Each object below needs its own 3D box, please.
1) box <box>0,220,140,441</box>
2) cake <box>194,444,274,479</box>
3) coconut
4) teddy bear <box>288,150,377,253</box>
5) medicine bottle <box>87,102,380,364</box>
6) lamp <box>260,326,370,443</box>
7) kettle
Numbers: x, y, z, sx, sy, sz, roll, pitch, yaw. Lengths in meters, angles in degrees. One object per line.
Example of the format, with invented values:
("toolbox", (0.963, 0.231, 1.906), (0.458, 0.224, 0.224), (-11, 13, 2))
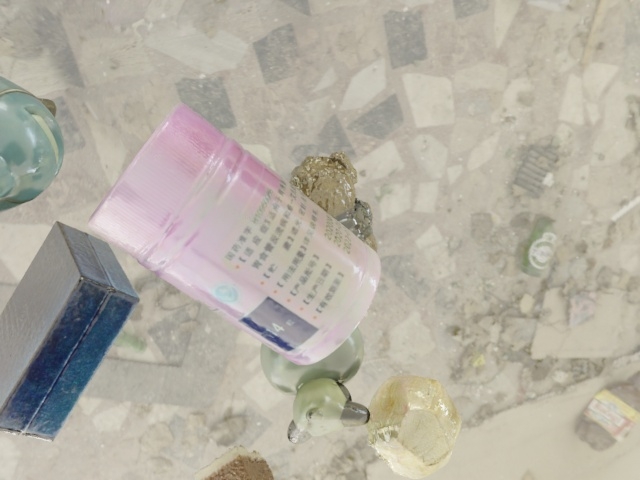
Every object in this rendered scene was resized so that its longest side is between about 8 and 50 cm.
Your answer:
("box", (-0.440, 0.137, 0.915), (0.116, 0.279, 0.261), (32, 91, -35))
("cake", (-0.170, 0.517, 1.116), (0.135, 0.147, 0.135), (-39, 145, 3))
("coconut", (0.183, 0.353, 1.071), (0.195, 0.194, 0.194), (-7, 109, -20))
("teddy bear", (0.018, 0.006, 0.763), (0.182, 0.129, 0.251), (-38, 132, -48))
("medicine bottle", (-0.080, -0.001, 0.549), (0.254, 0.152, 0.152), (37, 91, -19))
("lamp", (-0.010, 0.231, 1.002), (0.198, 0.243, 0.197), (-8, 142, -6))
("kettle", (-0.512, -0.103, 0.682), (0.342, 0.319, 0.247), (6, 133, 11))
